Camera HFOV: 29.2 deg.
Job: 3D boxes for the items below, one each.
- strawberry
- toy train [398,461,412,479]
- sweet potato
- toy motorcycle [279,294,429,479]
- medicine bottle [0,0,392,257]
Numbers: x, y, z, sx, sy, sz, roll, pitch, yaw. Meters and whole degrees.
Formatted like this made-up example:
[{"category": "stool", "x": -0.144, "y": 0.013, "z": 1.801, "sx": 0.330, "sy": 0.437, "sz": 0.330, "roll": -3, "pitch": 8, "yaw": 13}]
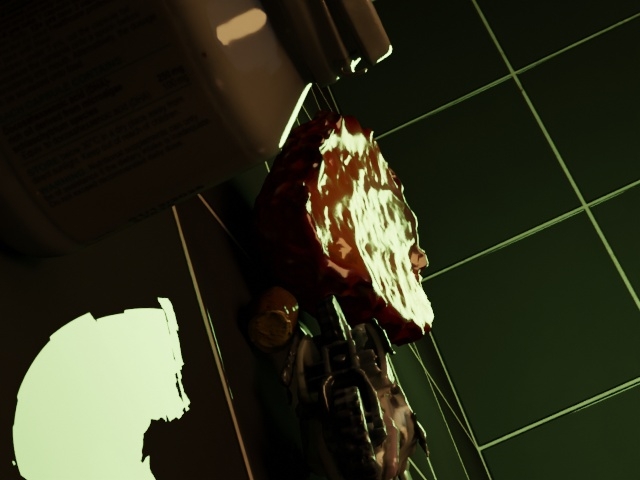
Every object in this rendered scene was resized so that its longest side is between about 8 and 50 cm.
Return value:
[{"category": "strawberry", "x": 0.000, "y": 0.000, "z": 1.306, "sx": 0.336, "sy": 0.149, "sz": 0.265, "roll": 0, "pitch": 71, "yaw": -71}, {"category": "toy train", "x": 0.084, "y": 0.271, "z": 1.311, "sx": 0.043, "sy": 0.047, "sz": 0.207, "roll": 45, "pitch": 22, "yaw": -74}, {"category": "sweet potato", "x": -0.039, "y": 0.063, "z": 1.091, "sx": 0.049, "sy": 0.049, "sz": 0.117, "roll": 64, "pitch": 10, "yaw": -12}, {"category": "toy motorcycle", "x": 0.039, "y": 0.173, "z": 1.023, "sx": 0.239, "sy": 0.108, "sz": 0.204, "roll": -64, "pitch": 143, "yaw": -63}, {"category": "medicine bottle", "x": -0.079, "y": -0.090, "z": 0.625, "sx": 0.135, "sy": 0.215, "sz": 0.135, "roll": 63, "pitch": 7, "yaw": -13}]
